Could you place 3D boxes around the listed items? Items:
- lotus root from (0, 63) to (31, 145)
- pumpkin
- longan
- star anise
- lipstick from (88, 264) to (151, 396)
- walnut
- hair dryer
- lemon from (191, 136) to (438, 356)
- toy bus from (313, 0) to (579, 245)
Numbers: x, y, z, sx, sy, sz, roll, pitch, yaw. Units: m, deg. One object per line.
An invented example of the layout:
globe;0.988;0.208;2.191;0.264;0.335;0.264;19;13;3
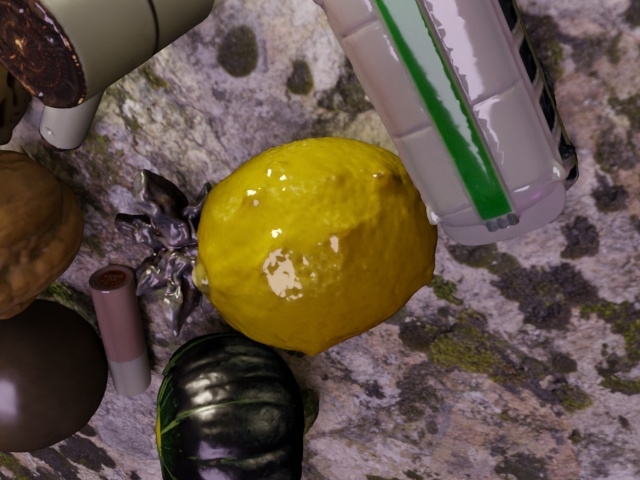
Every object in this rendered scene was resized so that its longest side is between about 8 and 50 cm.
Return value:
lotus root;-0.471;-0.217;0.604;0.180;0.199;0.188;27;120;-7
pumpkin;-0.113;0.295;0.797;0.295;0.296;0.296;9;125;13
longan;-0.498;0.230;0.887;0.258;0.258;0.258;9;125;13
star anise;-0.171;0.015;0.716;0.282;0.129;0.212;16;109;3
lipstick;-0.345;0.164;0.896;0.070;0.070;0.254;12;125;10
walnut;-0.467;-0.010;0.716;0.257;0.257;0.224;26;146;1
hair dryer;-0.271;-0.194;0.586;0.128;0.203;0.362;44;144;-13
lemon;0.000;0.000;0.564;0.288;0.233;0.234;-13;127;-21
toy bus;0.125;-0.144;0.466;0.143;0.179;0.305;-20;114;28
